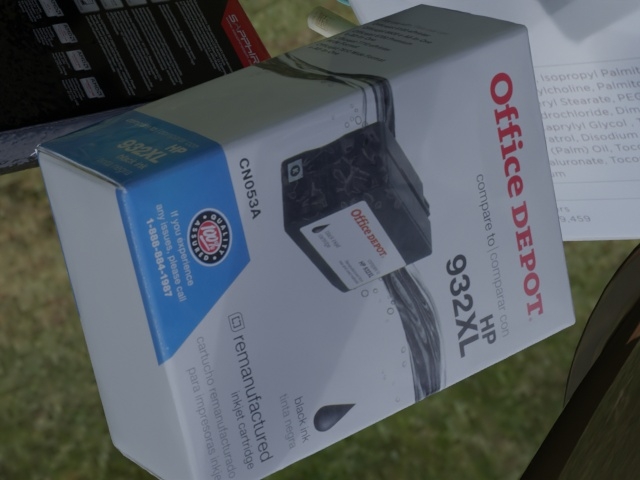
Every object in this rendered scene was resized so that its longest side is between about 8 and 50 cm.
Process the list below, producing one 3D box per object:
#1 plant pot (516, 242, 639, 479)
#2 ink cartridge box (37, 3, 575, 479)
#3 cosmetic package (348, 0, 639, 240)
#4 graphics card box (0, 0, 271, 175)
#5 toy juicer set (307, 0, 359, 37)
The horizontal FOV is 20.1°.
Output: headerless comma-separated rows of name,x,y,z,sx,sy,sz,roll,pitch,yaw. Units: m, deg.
plant pot,0.132,0.154,0.398,0.280,0.323,0.323,-35,161,-35
ink cartridge box,0.000,0.000,1.178,0.307,0.129,0.223,-23,114,-27
cosmetic package,0.239,-0.245,1.415,0.327,0.329,0.394,0,137,34
graphics card box,-0.238,-0.191,1.636,0.371,0.233,0.094,-17,163,-44
toy juicer set,0.014,-0.329,2.021,0.089,0.209,0.329,-20,110,-41
